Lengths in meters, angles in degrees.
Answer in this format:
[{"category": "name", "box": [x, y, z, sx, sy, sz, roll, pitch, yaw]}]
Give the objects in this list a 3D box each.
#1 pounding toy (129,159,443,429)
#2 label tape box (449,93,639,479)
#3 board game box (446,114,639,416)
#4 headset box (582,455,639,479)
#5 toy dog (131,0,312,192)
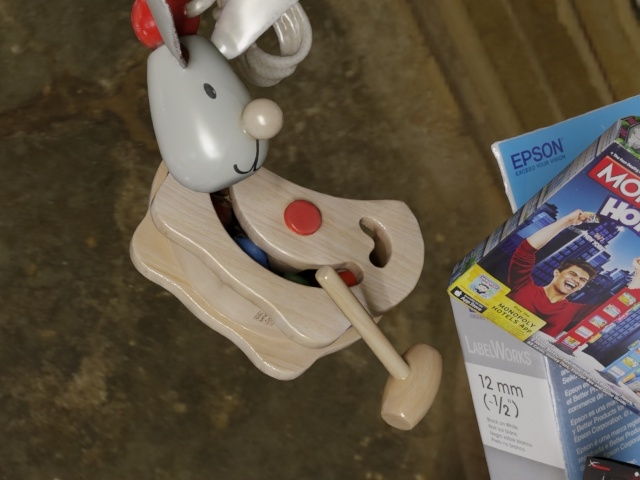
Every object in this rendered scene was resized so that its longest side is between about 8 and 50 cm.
[{"category": "pounding toy", "box": [0.000, 0.000, 0.841, 0.269, 0.155, 0.154, 39, 54, -1]}, {"category": "label tape box", "box": [0.242, 0.057, 0.957, 0.249, 0.115, 0.348, -21, 102, -29]}, {"category": "board game box", "box": [0.206, 0.009, 0.634, 0.194, 0.194, 0.060, 33, 41, -13]}, {"category": "headset box", "box": [0.212, 0.198, 0.800, 0.032, 0.062, 0.083, 16, 84, -49]}, {"category": "toy dog", "box": [-0.072, -0.212, 0.714, 0.334, 0.161, 0.220, 59, 44, -24]}]
